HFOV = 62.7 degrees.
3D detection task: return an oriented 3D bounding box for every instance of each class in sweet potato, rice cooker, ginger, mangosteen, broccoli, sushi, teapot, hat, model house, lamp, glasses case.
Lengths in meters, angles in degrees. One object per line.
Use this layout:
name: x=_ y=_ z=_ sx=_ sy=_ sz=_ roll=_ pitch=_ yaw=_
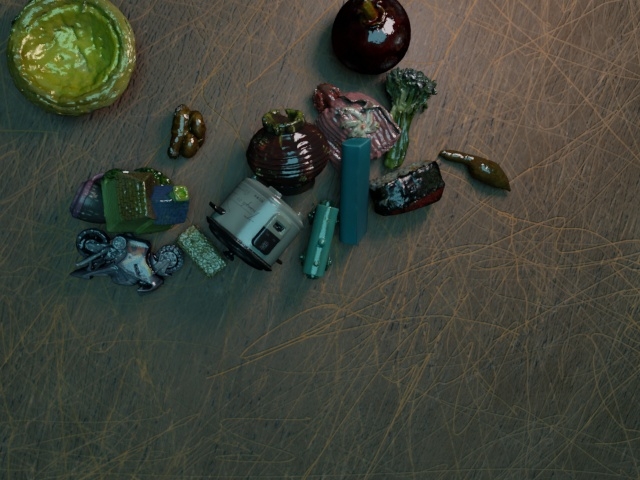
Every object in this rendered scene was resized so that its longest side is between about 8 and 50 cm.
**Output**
sweet potato: x=0.506 y=-0.232 z=1.668 sx=0.270 sy=0.075 sz=0.074 roll=27 pitch=90 yaw=-6
rice cooker: x=-0.190 y=-0.037 z=1.492 sx=0.227 sy=0.241 sz=0.280 roll=-50 pitch=126 yaw=-6
ginger: x=-0.383 y=-0.308 z=1.529 sx=0.103 sy=0.073 sz=0.162 roll=15 pitch=98 yaw=4
mangosteen: x=0.144 y=-0.604 z=1.487 sx=0.236 sy=0.261 sz=0.235 roll=-1 pitch=82 yaw=8
broccoli: x=0.250 y=-0.367 z=1.599 sx=0.165 sy=0.145 sz=0.303 roll=10 pitch=105 yaw=-5
sushi: x=0.264 y=-0.161 z=1.605 sx=0.225 sy=0.136 sz=0.126 roll=-18 pitch=105 yaw=-12
teapot: x=-0.622 y=-0.107 z=1.501 sx=0.146 sy=0.148 sz=0.116 roll=24 pitch=127 yaw=-22
hat: x=0.078 y=-0.350 z=1.571 sx=0.237 sy=0.107 sz=0.286 roll=-36 pitch=94 yaw=16
model house: x=-0.462 y=-0.122 z=1.437 sx=0.214 sy=0.189 sz=0.194 roll=-1 pitch=86 yaw=-38
lamp: x=-0.093 y=-0.256 z=1.496 sx=0.247 sy=0.247 sz=0.246 roll=-1 pitch=94 yaw=-9
glasses case: x=0.099 y=-0.146 z=1.552 sx=0.070 sy=0.117 sz=0.300 roll=8 pitch=114 yaw=20

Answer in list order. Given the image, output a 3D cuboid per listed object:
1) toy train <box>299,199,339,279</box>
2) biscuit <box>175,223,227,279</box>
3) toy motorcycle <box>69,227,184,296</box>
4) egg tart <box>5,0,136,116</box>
toy train: x=0.000 y=0.000 z=1.566 sx=0.101 sy=0.159 sz=0.248 roll=12 pitch=94 yaw=-4
biscuit: x=-0.352 y=0.032 z=1.556 sx=0.082 sy=0.070 sz=0.168 roll=-42 pitch=97 yaw=-18
toy motorcycle: x=-0.555 y=0.068 z=1.513 sx=0.308 sy=0.108 sz=0.173 roll=12 pitch=98 yaw=-7
egg tart: x=-0.671 y=-0.503 z=1.437 sx=0.346 sy=0.132 sz=0.345 roll=-1 pitch=94 yaw=-9
